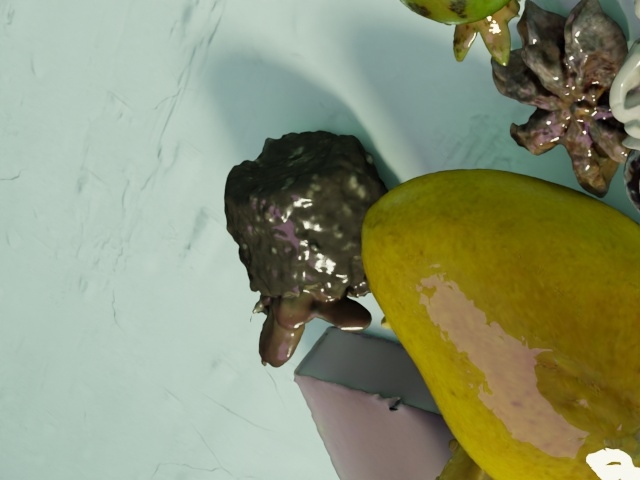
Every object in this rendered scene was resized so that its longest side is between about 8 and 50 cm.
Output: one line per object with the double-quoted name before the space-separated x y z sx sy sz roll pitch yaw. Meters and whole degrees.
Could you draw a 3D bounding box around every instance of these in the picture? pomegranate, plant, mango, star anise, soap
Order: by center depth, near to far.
"pomegranate" 0.122 -0.253 1.495 0.156 0.156 0.220 33 158 13
"star anise" 0.241 -0.129 1.583 0.212 0.073 0.197 49 145 -7
"mango" 0.227 0.098 1.686 0.445 0.220 0.301 38 113 -3
"plant" 0.000 0.000 1.887 0.178 0.204 0.234 8 125 55
"soap" 0.137 0.267 2.137 0.296 0.107 0.285 16 139 36

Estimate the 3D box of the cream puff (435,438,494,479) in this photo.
"cream puff" 0.255 0.347 1.884 0.343 0.327 0.231 18 152 -22

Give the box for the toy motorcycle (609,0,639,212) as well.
"toy motorcycle" 0.360 -0.142 1.401 0.340 0.108 0.223 -25 101 45
